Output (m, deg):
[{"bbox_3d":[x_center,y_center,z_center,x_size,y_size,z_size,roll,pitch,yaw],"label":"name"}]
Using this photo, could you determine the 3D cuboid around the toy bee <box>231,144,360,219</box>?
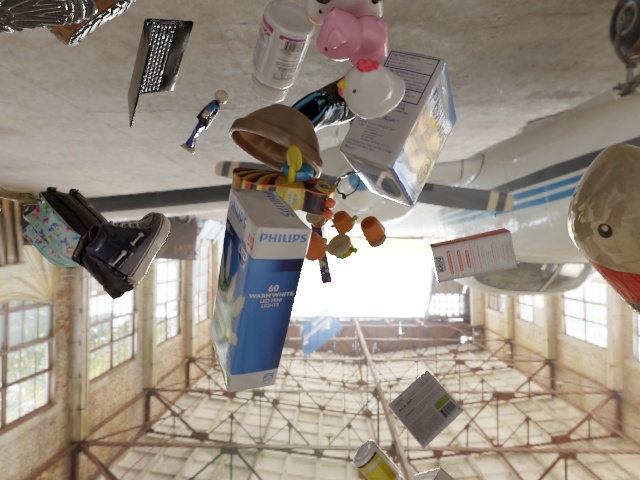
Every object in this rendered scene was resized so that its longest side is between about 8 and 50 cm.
[{"bbox_3d":[-0.035,-0.110,0.869,0.298,0.195,0.162,-19,-145,-7],"label":"toy bee"}]

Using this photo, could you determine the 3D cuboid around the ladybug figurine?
[{"bbox_3d":[0.567,0.028,0.671,0.449,0.305,0.162,34,124,-22],"label":"ladybug figurine"}]

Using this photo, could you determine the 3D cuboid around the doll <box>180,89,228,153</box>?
[{"bbox_3d":[-0.315,-0.329,1.106,0.046,0.189,0.129,32,-171,-20],"label":"doll"}]

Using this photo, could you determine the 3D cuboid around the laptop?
[{"bbox_3d":[-0.442,-0.470,1.131,0.234,0.136,0.264,-52,172,37],"label":"laptop"}]

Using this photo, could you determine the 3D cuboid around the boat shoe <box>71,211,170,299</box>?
[{"bbox_3d":[-0.523,-0.014,1.088,0.127,0.158,0.341,-27,-147,13],"label":"boat shoe"}]

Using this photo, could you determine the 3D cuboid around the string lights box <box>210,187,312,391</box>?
[{"bbox_3d":[-0.096,0.070,0.587,0.076,0.260,0.133,0,-153,-28],"label":"string lights box"}]

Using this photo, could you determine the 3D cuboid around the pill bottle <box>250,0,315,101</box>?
[{"bbox_3d":[-0.136,-0.606,1.325,0.160,0.160,0.283,1,152,-23],"label":"pill bottle"}]

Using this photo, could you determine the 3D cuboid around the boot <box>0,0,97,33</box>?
[{"bbox_3d":[-0.615,-0.560,0.624,0.367,0.445,0.146,-22,-175,-29],"label":"boot"}]

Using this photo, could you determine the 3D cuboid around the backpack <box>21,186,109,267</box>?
[{"bbox_3d":[-0.772,-0.022,1.281,0.253,0.191,0.225,37,-174,5],"label":"backpack"}]

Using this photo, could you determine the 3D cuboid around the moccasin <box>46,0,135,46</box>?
[{"bbox_3d":[-0.698,-0.766,1.264,0.147,0.380,0.139,49,160,-25],"label":"moccasin"}]

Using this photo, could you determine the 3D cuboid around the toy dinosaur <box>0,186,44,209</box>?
[{"bbox_3d":[-0.470,-0.092,0.531,0.053,0.183,0.093,-39,-155,9],"label":"toy dinosaur"}]

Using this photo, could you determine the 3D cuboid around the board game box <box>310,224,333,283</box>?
[{"bbox_3d":[0.000,0.000,1.716,0.056,0.347,0.208,-11,-179,0],"label":"board game box"}]

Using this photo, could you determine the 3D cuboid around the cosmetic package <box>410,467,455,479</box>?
[{"bbox_3d":[0.212,0.492,0.796,0.060,0.041,0.115,-43,167,-40],"label":"cosmetic package"}]

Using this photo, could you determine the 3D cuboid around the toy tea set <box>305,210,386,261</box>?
[{"bbox_3d":[0.067,-0.004,1.378,0.336,0.200,0.124,13,153,41],"label":"toy tea set"}]

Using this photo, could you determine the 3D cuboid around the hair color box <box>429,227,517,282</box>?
[{"bbox_3d":[0.281,0.028,0.754,0.141,0.072,0.043,-12,-172,12],"label":"hair color box"}]

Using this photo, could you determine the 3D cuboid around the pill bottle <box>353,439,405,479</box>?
[{"bbox_3d":[0.132,0.501,0.881,0.065,0.116,0.065,-43,178,-2],"label":"pill bottle"}]

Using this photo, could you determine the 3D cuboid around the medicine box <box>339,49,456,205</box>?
[{"bbox_3d":[0.213,-0.278,1.049,0.149,0.289,0.263,26,177,28],"label":"medicine box"}]

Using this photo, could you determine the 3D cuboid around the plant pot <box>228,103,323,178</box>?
[{"bbox_3d":[-0.090,-0.250,0.978,0.237,0.110,0.237,23,174,3],"label":"plant pot"}]

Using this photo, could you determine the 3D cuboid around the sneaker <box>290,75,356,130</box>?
[{"bbox_3d":[0.032,-0.413,1.239,0.340,0.125,0.139,-35,-175,-6],"label":"sneaker"}]

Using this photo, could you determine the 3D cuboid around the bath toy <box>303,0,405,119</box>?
[{"bbox_3d":[0.053,-0.389,0.734,0.151,0.348,0.129,-15,166,16],"label":"bath toy"}]

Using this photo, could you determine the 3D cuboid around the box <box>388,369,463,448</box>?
[{"bbox_3d":[0.228,0.371,0.896,0.114,0.103,0.203,-41,156,-5],"label":"box"}]
